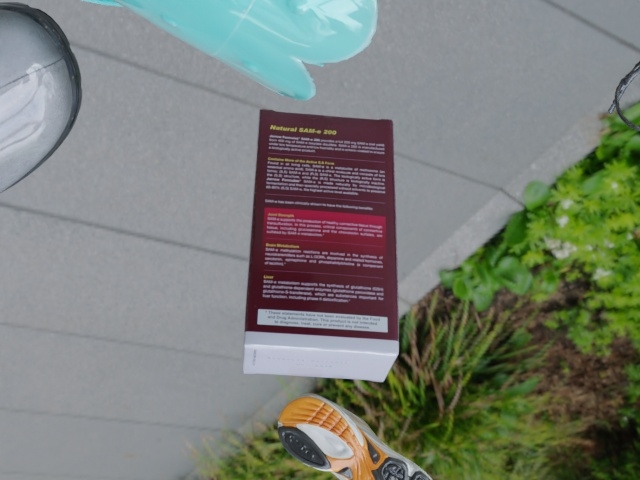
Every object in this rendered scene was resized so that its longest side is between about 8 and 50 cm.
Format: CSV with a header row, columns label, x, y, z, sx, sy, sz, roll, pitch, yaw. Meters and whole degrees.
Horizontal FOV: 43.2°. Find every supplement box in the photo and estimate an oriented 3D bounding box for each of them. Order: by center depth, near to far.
label,x,y,z,sx,sy,sz,roll,pitch,yaw
supplement box,0.000,0.000,0.732,0.130,0.240,0.073,5,151,-4

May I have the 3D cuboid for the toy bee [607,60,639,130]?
label,x,y,z,sx,sy,sz,roll,pitch,yaw
toy bee,0.322,-0.236,0.700,0.162,0.195,0.298,13,112,-56

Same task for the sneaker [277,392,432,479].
label,x,y,z,sx,sy,sz,roll,pitch,yaw
sneaker,0.062,0.282,1.026,0.099,0.262,0.121,-46,180,4

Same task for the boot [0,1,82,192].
label,x,y,z,sx,sy,sz,roll,pitch,yaw
boot,-0.292,-0.011,0.424,0.338,0.223,0.118,-27,111,4

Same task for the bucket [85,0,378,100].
label,x,y,z,sx,sy,sz,roll,pitch,yaw
bucket,-0.040,-0.219,0.358,0.183,0.281,0.281,21,135,-17
